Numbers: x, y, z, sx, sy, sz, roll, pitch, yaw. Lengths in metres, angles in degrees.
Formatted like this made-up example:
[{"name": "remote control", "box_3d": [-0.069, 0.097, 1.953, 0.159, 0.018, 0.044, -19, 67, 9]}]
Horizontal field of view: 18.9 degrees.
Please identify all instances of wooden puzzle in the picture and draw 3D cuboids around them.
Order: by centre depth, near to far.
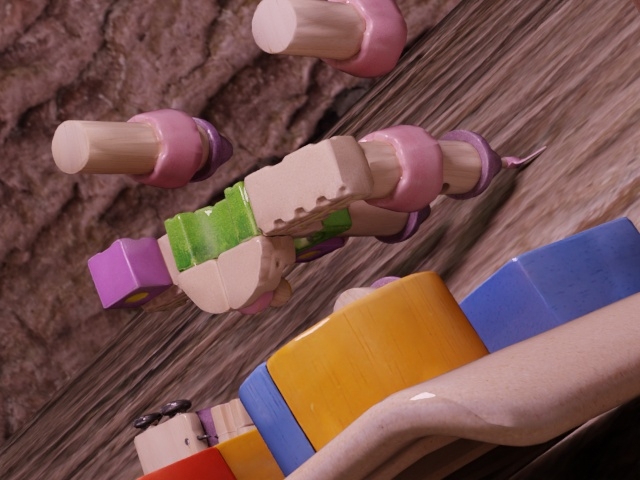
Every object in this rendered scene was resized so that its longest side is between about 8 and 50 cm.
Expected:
[{"name": "wooden puzzle", "box_3d": [0.033, 0.083, 0.819, 0.322, 0.080, 0.348, -17, -16, -49]}]

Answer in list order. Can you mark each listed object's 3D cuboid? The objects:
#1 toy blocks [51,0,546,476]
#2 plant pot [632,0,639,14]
[{"name": "toy blocks", "box_3d": [0.000, 0.000, 1.482, 0.288, 0.309, 0.260, -26, -14, 35]}, {"name": "plant pot", "box_3d": [0.277, -0.186, 1.063, 0.165, 0.167, 0.167, -42, 5, -33]}]
